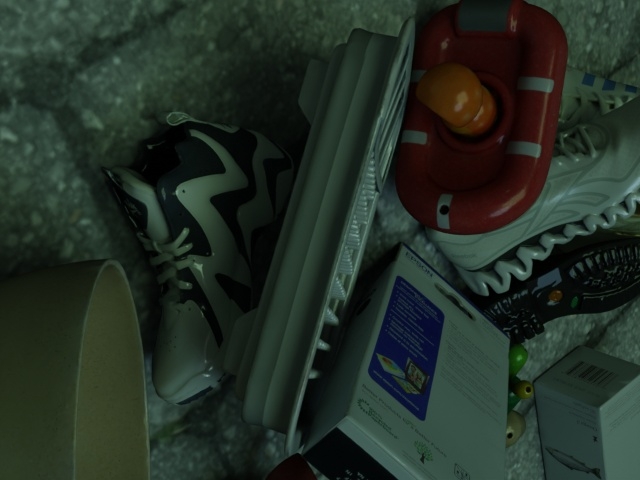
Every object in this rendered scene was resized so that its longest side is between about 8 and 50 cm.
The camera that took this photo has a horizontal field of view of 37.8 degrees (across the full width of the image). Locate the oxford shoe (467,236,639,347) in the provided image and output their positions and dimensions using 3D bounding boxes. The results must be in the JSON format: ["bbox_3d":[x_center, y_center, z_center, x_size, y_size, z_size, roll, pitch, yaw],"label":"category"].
[{"bbox_3d":[0.270,0.040,1.048,0.227,0.096,0.083,-17,113,-2],"label":"oxford shoe"}]

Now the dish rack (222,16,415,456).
[{"bbox_3d":[0.000,0.000,0.771,0.285,0.072,0.333,71,34,-82],"label":"dish rack"}]

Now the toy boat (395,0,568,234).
[{"bbox_3d":[0.135,-0.121,0.867,0.151,0.151,0.231,10,88,-60],"label":"toy boat"}]

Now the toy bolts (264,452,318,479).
[{"bbox_3d":[-0.046,0.293,0.801,0.158,0.228,0.218,-20,131,-19],"label":"toy bolts"}]

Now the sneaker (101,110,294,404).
[{"bbox_3d":[-0.123,0.004,0.748,0.153,0.094,0.235,26,85,-40],"label":"sneaker"}]

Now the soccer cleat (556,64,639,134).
[{"bbox_3d":[0.299,-0.138,1.028,0.331,0.143,0.116,0,102,-40],"label":"soccer cleat"}]

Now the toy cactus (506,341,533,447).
[{"bbox_3d":[0.185,0.217,1.078,0.180,0.112,0.219,15,90,-60],"label":"toy cactus"}]

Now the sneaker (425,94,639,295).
[{"bbox_3d":[0.235,-0.059,0.949,0.292,0.110,0.118,-39,118,24],"label":"sneaker"}]

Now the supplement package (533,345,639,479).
[{"bbox_3d":[0.356,0.247,1.208,0.105,0.105,0.179,-29,118,-31],"label":"supplement package"}]

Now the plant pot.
[{"bbox_3d":[-0.226,0.158,0.618,0.191,0.284,0.284,-3,107,-2],"label":"plant pot"}]

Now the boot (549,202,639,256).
[{"bbox_3d":[0.377,-0.023,1.106,0.213,0.165,0.077,-4,66,-26],"label":"boot"}]

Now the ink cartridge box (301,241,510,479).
[{"bbox_3d":[0.094,0.135,0.856,0.165,0.332,0.065,41,116,-5],"label":"ink cartridge box"}]
